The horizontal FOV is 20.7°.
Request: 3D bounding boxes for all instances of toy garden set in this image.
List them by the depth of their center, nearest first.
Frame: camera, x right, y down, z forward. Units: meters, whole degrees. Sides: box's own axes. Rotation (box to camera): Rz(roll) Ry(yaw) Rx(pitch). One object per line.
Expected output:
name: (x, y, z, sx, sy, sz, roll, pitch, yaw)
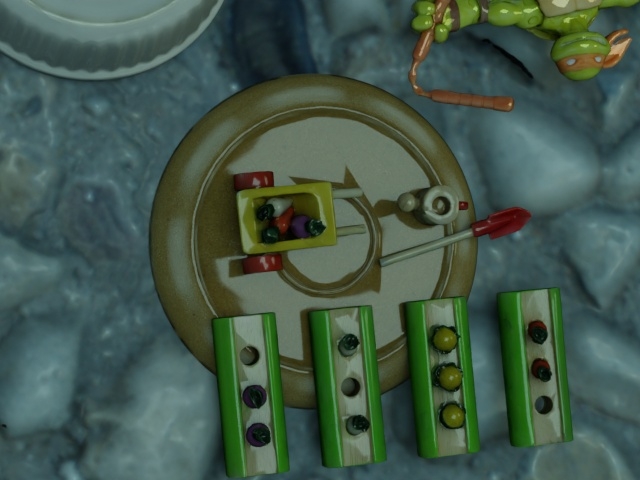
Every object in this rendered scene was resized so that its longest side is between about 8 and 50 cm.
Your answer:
toy garden set: (0.050, 0.048, 1.182, 0.244, 0.049, 0.204, -5, 89, -12)

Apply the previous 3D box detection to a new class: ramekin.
ramekin: (-0.150, -0.213, 1.152, 0.207, 0.109, 0.207, 1, 87, -12)

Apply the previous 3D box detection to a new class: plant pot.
plant pot: (0.000, 0.000, 1.215, 0.236, 0.032, 0.236, 0, 88, -11)

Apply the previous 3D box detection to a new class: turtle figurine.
turtle figurine: (0.175, -0.203, 1.231, 0.269, 0.087, 0.217, -13, 83, -3)
